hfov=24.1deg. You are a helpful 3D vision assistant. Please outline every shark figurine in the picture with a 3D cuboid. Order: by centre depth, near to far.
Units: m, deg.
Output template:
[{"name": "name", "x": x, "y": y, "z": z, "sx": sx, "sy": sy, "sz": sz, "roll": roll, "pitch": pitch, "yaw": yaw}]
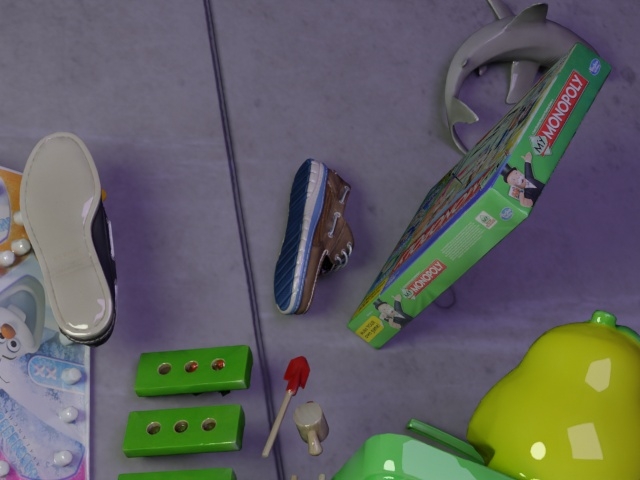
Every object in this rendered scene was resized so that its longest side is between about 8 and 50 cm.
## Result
[{"name": "shark figurine", "x": 0.218, "y": -0.225, "z": 1.738, "sx": 0.278, "sy": 0.116, "sz": 0.166, "roll": -29, "pitch": 80, "yaw": -36}]

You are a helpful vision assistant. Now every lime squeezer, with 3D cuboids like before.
[{"name": "lime squeezer", "x": 0.211, "y": 0.291, "z": 1.524, "sx": 0.110, "sy": 0.059, "sz": 0.310, "roll": -31, "pitch": 83, "yaw": -4}]

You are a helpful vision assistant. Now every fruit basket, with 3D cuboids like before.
[{"name": "fruit basket", "x": 0.184, "y": 0.258, "z": 1.359, "sx": 0.392, "sy": 0.283, "sz": 0.392, "roll": 11, "pitch": 57, "yaw": -17}]

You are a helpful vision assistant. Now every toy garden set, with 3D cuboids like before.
[{"name": "toy garden set", "x": -0.076, "y": 0.205, "z": 1.342, "sx": 0.204, "sy": 0.049, "sz": 0.244, "roll": -5, "pitch": 48, "yaw": 13}]

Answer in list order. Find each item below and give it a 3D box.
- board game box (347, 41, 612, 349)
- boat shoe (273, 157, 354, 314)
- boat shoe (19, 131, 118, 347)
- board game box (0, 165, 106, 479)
[{"name": "board game box", "x": 0.151, "y": -0.038, "z": 1.484, "sx": 0.046, "sy": 0.317, "sz": 0.213, "roll": 37, "pitch": 55, "yaw": -4}, {"name": "boat shoe", "x": 0.000, "y": 0.000, "z": 1.543, "sx": 0.066, "sy": 0.066, "sz": 0.183, "roll": 21, "pitch": 58, "yaw": -18}, {"name": "boat shoe", "x": -0.225, "y": 0.001, "z": 1.366, "sx": 0.075, "sy": 0.065, "sz": 0.206, "roll": -13, "pitch": 68, "yaw": -1}, {"name": "board game box", "x": -0.347, "y": 0.079, "z": 1.265, "sx": 0.390, "sy": 0.050, "sz": 0.389, "roll": 19, "pitch": 57, "yaw": -40}]
